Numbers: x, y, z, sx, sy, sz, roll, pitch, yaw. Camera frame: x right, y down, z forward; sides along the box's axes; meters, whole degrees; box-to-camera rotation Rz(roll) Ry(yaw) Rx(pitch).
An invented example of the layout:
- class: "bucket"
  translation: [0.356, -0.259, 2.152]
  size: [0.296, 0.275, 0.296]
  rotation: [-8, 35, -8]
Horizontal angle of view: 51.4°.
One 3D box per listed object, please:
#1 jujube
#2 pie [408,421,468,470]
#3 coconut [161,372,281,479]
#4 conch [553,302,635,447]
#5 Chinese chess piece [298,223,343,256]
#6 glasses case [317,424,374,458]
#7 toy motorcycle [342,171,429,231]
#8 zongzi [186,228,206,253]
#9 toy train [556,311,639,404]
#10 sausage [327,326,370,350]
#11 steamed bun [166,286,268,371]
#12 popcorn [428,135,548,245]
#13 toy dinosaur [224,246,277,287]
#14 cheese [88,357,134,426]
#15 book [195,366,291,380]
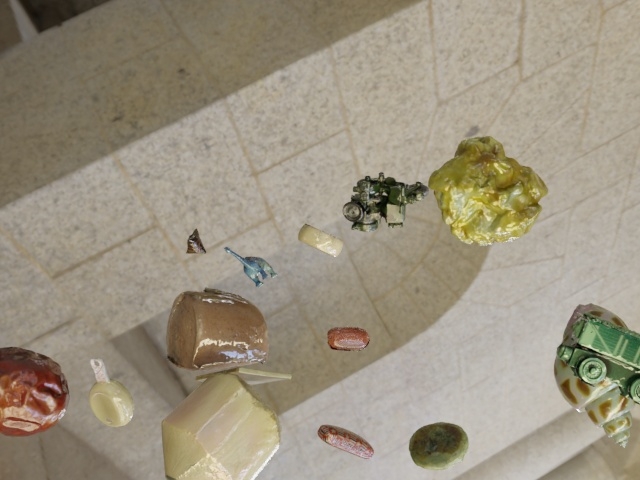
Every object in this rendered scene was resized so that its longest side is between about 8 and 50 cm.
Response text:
- class: "jujube"
  translation: [-0.602, 0.297, 1.313]
  size: [0.250, 0.174, 0.174]
  rotation: [0, -53, 37]
- class: "pie"
  translation: [0.352, 0.612, 1.993]
  size: [0.187, 0.186, 0.041]
  rotation: [-131, -160, -62]
- class: "coconut"
  translation: [-0.225, 0.431, 1.421]
  size: [0.239, 0.244, 0.239]
  rotation: [34, -30, 23]
- class: "conch"
  translation: [0.784, 0.370, 1.857]
  size: [0.197, 0.249, 0.368]
  rotation: [-134, -153, -83]
- class: "Chinese chess piece"
  translation: [0.000, 0.000, 1.739]
  size: [0.122, 0.051, 0.122]
  rotation: [25, 0, 0]
- class: "glasses case"
  translation: [0.071, 0.547, 1.828]
  size: [0.194, 0.049, 0.073]
  rotation: [33, -5, -36]
- class: "toy motorcycle"
  translation: [0.214, -0.115, 2.203]
  size: [0.127, 0.275, 0.205]
  rotation: [-61, 155, -57]
- class: "zongzi"
  translation: [-0.407, -0.003, 2.160]
  size: [0.083, 0.067, 0.074]
  rotation: [82, 12, -46]
- class: "toy train"
  translation: [0.690, 0.277, 1.534]
  size: [0.269, 0.155, 0.115]
  rotation: [23, 5, 11]
- class: "sausage"
  translation: [0.086, 0.307, 2.081]
  size: [0.076, 0.141, 0.076]
  rotation: [-177, -90, -75]
- class: "steamed bun"
  translation: [-0.268, 0.219, 1.704]
  size: [0.301, 0.251, 0.199]
  rotation: [-4, -94, 63]
- class: "popcorn"
  translation: [0.512, -0.145, 2.049]
  size: [0.334, 0.293, 0.292]
  rotation: [47, 27, -6]
- class: "toy dinosaur"
  translation: [-0.220, 0.101, 2.284]
  size: [0.144, 0.076, 0.329]
  rotation: [51, 11, 20]
- class: "cheese"
  translation: [-0.626, 0.441, 1.952]
  size: [0.064, 0.137, 0.228]
  rotation: [-56, 139, -60]
- class: "book"
  translation: [-0.277, 0.486, 2.362]
  size: [0.310, 0.216, 0.021]
  rotation: [-23, -121, 49]
